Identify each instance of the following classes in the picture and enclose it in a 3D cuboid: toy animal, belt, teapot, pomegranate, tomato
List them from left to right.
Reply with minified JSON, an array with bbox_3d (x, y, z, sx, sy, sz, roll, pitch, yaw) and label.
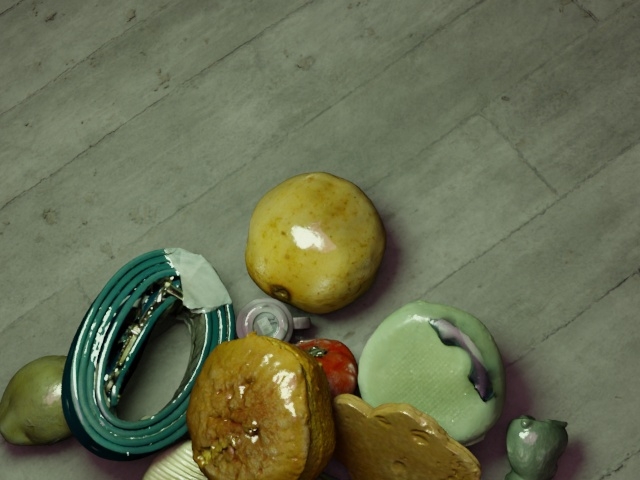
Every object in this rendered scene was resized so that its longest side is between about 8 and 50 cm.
[{"bbox_3d":[-0.342,0.228,1.751,0.300,0.173,0.436,28,66,-14],"label":"belt"},{"bbox_3d":[-0.106,0.171,1.801,0.148,0.146,0.116,-33,87,-11],"label":"teapot"},{"bbox_3d":[-0.015,0.008,1.787,0.307,0.307,0.307,-3,69,7],"label":"pomegranate"},{"bbox_3d":[-0.010,0.283,1.738,0.187,0.187,0.151,-3,101,7],"label":"tomato"},{"bbox_3d":[0.392,0.446,1.653,0.108,0.138,0.236,14,85,44],"label":"toy animal"}]

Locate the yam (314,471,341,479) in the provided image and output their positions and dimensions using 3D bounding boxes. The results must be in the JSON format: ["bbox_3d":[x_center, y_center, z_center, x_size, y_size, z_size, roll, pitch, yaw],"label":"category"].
[{"bbox_3d":[-0.044,0.557,1.643,0.161,0.161,0.268,31,76,18],"label":"yam"}]

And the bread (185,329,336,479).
[{"bbox_3d":[-0.110,0.329,1.591,0.312,0.172,0.312,-8,76,37],"label":"bread"}]

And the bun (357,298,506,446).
[{"bbox_3d":[0.227,0.263,1.708,0.293,0.187,0.293,0,90,23],"label":"bun"}]

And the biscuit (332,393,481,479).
[{"bbox_3d":[0.168,0.419,1.630,0.376,0.269,0.051,32,42,15],"label":"biscuit"}]

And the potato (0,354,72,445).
[{"bbox_3d":[-0.570,0.336,1.808,0.235,0.160,0.178,-37,29,8],"label":"potato"}]

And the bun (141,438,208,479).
[{"bbox_3d":[-0.245,0.495,1.719,0.222,0.127,0.222,-2,80,13],"label":"bun"}]
